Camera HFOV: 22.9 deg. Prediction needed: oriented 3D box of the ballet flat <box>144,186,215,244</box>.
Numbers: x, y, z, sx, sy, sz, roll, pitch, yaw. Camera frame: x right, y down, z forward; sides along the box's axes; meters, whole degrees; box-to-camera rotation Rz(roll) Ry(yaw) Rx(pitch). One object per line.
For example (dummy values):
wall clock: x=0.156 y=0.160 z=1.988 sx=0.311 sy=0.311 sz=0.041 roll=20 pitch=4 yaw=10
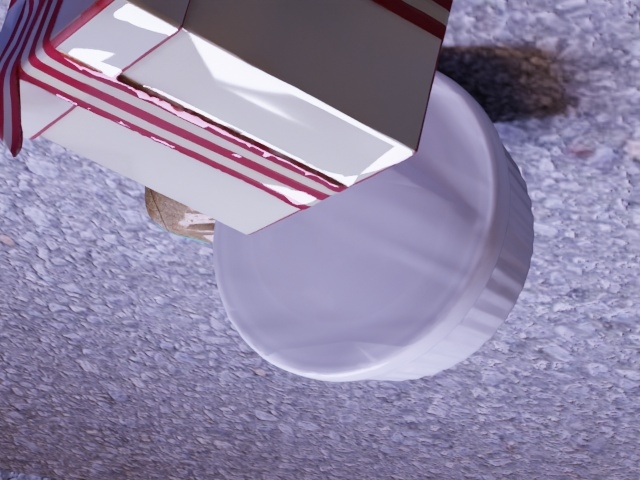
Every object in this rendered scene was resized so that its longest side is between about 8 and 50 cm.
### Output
ballet flat: x=0.002 y=-0.031 z=1.496 sx=0.342 sy=0.116 sz=0.124 roll=17 pitch=137 yaw=1

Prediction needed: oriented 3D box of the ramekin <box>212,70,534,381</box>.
ramekin: x=0.054 y=-0.006 z=1.320 sx=0.273 sy=0.272 sz=0.127 roll=-3 pitch=164 yaw=33

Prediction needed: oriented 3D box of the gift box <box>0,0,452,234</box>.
gift box: x=-0.074 y=-0.158 z=1.038 sx=0.258 sy=0.276 sz=0.255 roll=27 pitch=148 yaw=-24
